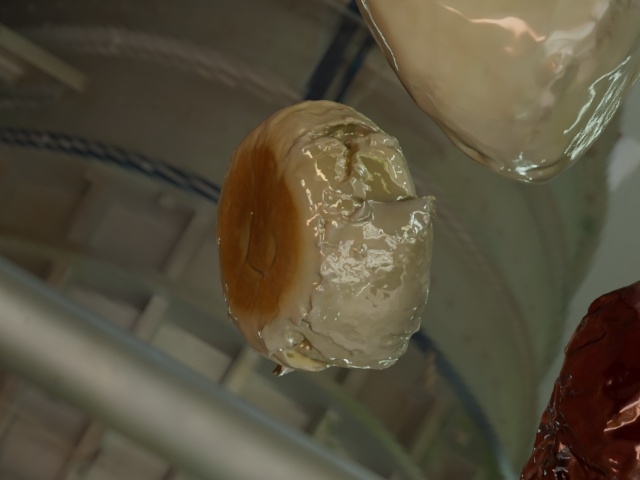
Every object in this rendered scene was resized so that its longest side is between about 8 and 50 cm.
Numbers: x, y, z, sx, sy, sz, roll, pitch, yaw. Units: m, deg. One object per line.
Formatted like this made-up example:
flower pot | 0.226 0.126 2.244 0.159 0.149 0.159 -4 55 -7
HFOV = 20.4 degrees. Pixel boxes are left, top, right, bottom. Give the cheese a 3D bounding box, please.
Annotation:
cheese | 0.085 -0.157 0.855 0.173 0.251 0.248 13 91 -73

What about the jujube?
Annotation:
jujube | 0.243 0.146 1.220 0.213 0.213 0.232 -70 175 -60

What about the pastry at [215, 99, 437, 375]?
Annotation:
pastry | 0.000 0.000 1.056 0.166 0.088 0.166 3 -86 63
